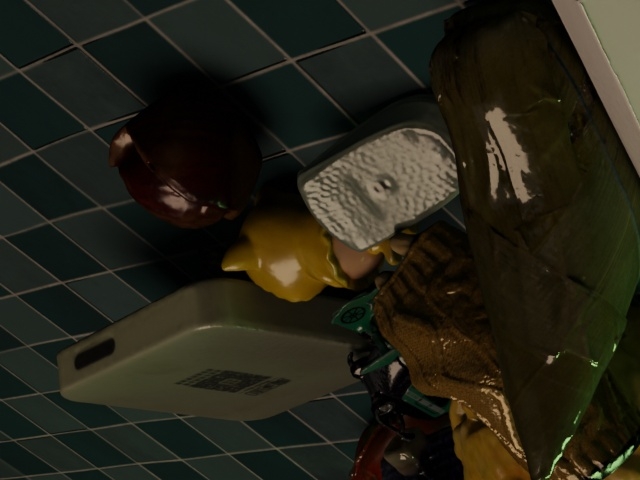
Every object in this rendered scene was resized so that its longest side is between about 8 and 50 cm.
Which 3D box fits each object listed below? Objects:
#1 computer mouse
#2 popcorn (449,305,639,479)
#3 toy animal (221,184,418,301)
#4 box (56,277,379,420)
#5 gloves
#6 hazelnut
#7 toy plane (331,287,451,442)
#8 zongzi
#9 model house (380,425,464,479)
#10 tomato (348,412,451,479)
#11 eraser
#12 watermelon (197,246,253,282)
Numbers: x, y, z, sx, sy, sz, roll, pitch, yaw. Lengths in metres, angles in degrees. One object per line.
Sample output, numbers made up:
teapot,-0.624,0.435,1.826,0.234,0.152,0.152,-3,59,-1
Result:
computer mouse,0.083,-0.080,1.811,0.231,0.079,0.128,-28,109,31
popcorn,0.344,0.265,1.971,0.390,0.354,0.344,18,161,-2
toy animal,0.001,-0.003,1.953,0.229,0.156,0.156,-2,142,28
box,-0.116,0.151,2.186,0.373,0.090,0.367,12,154,-41
gloves,0.205,0.115,1.775,0.356,0.203,0.155,43,149,16
hazelnut,-0.154,-0.085,1.901,0.170,0.160,0.202,45,156,11
toy plane,0.107,0.146,2.046,0.155,0.106,0.381,-36,145,11
zongzi,0.199,-0.014,1.579,0.174,0.393,0.356,-4,139,34
model house,0.184,0.394,2.163,0.284,0.298,0.243,47,132,-9
tomato,0.182,0.375,2.422,0.309,0.170,0.309,17,150,10
eraser,0.316,-0.133,1.526,0.298,0.076,0.078,58,177,-27
watermelon,-0.113,0.075,2.259,0.069,0.087,0.163,-22,144,0
